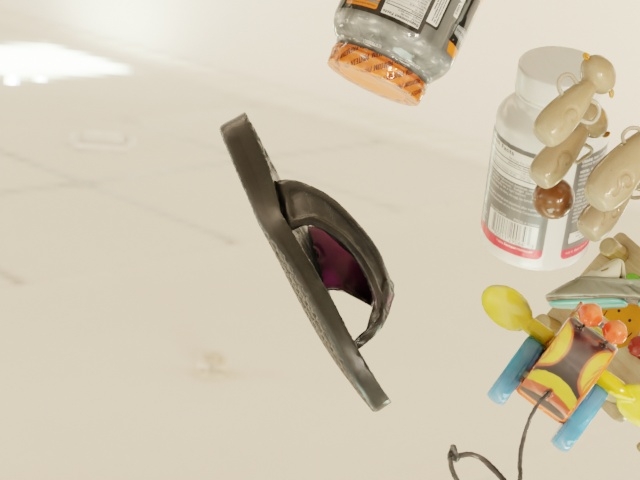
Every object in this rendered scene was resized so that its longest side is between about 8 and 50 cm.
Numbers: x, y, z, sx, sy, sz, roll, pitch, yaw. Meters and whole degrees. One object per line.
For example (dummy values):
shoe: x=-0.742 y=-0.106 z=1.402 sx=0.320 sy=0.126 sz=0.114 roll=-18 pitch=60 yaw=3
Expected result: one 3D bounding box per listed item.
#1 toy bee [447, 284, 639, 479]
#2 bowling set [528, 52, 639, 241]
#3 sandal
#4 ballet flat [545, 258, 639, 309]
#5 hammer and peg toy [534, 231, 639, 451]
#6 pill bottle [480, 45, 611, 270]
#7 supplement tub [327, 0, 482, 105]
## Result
toy bee: x=0.238 y=0.121 z=1.325 sx=0.195 sy=0.162 sz=0.298 roll=27 pitch=-152 yaw=-10
bowling set: x=0.342 y=-0.101 z=1.762 sx=0.154 sy=0.287 sz=0.200 roll=-48 pitch=-159 yaw=-15
sandal: x=-0.001 y=-0.002 z=1.664 sx=0.107 sy=0.167 sz=0.446 roll=-27 pitch=-129 yaw=1
ballet flat: x=0.386 y=0.055 z=1.786 sx=0.213 sy=0.068 sz=0.072 roll=3 pitch=168 yaw=13
hammer and peg toy: x=0.551 y=0.185 z=2.520 sx=0.127 sy=0.266 sz=0.361 roll=27 pitch=-162 yaw=-47
pill bottle: x=0.347 y=-0.127 z=2.221 sx=0.176 sy=0.318 sz=0.176 roll=3 pitch=-145 yaw=-2
supplement tub: x=0.142 y=-0.371 z=2.136 sx=0.193 sy=0.316 sz=0.193 roll=26 pitch=177 yaw=1
